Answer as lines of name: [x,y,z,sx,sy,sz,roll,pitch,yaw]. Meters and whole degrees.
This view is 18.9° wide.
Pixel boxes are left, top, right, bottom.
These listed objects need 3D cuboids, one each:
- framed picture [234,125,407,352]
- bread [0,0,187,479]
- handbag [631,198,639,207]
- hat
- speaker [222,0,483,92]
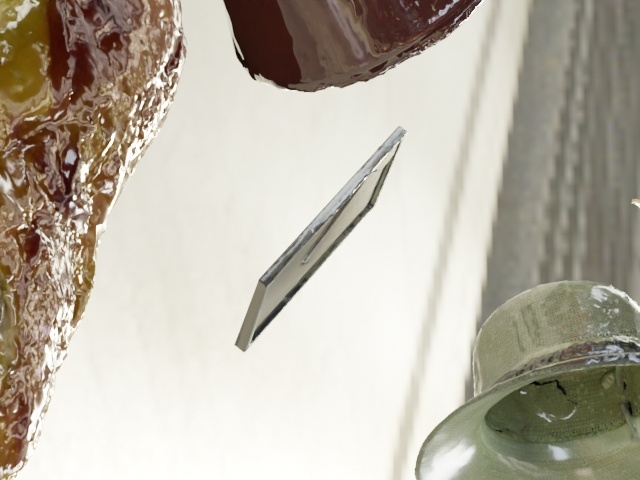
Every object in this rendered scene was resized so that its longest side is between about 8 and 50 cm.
framed picture: [0.000,0.000,1.246,0.149,0.011,0.109,-48,172,-27]
bread: [-0.173,-0.043,1.081,0.185,0.109,0.380,77,23,-48]
handbag: [0.271,-0.014,1.403,0.027,0.083,0.061,-57,179,0]
hat: [0.188,0.103,1.449,0.257,0.257,0.130,70,10,-56]
speaker: [-0.085,-0.229,0.965,0.329,0.259,0.198,43,39,-33]
